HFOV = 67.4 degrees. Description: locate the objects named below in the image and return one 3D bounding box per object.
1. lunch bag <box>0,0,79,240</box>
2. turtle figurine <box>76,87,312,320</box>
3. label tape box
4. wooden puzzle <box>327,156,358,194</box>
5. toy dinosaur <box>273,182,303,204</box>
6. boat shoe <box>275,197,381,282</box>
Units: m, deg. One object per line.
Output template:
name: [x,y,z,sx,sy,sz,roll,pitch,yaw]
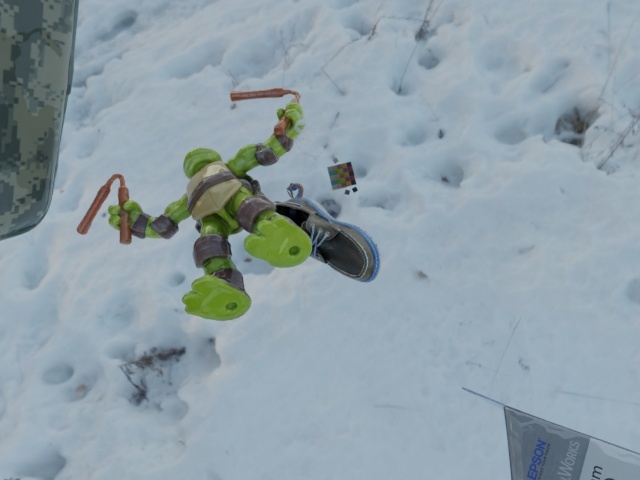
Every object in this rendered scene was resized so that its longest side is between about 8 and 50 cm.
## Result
lunch bag: [-0.361,-0.150,0.359,0.256,0.212,0.305,17,107,12]
turtle figurine: [-0.104,-0.027,0.453,0.269,0.087,0.217,-31,45,-1]
label tape box: [0.365,0.319,0.614,0.334,0.241,0.106,6,67,51]
wooden puzzle: [0.042,-0.127,0.951,0.049,0.006,0.083,-13,77,4]
toy dinosaur: [-0.043,-0.048,0.762,0.047,0.090,0.082,5,56,45]
boat shoe: [0.000,0.000,0.621,0.183,0.066,0.066,35,116,43]
